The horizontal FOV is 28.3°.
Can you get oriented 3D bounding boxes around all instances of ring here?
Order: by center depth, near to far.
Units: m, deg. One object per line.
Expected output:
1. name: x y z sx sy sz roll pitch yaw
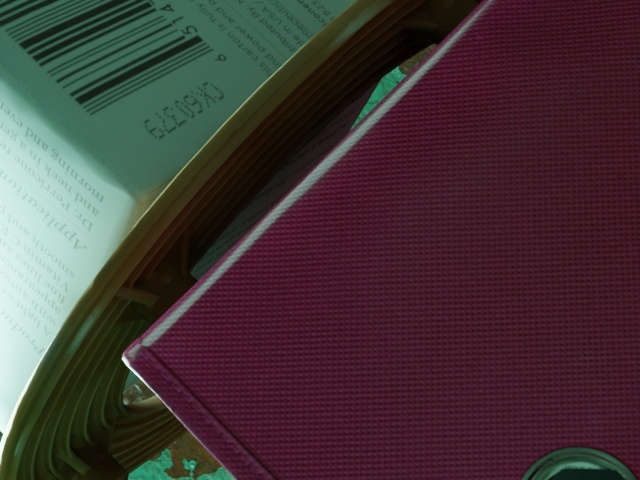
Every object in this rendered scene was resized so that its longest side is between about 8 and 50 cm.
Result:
1. ring: 0.000 0.000 0.548 0.336 0.032 0.336 -45 -12 -12

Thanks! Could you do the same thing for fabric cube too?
1. fabric cube: 0.127 0.052 0.464 0.258 0.254 0.259 -45 -11 -5

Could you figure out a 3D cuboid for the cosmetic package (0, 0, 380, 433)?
1. cosmetic package: -0.096 -0.042 0.522 0.151 0.151 0.184 -36 -14 -42
